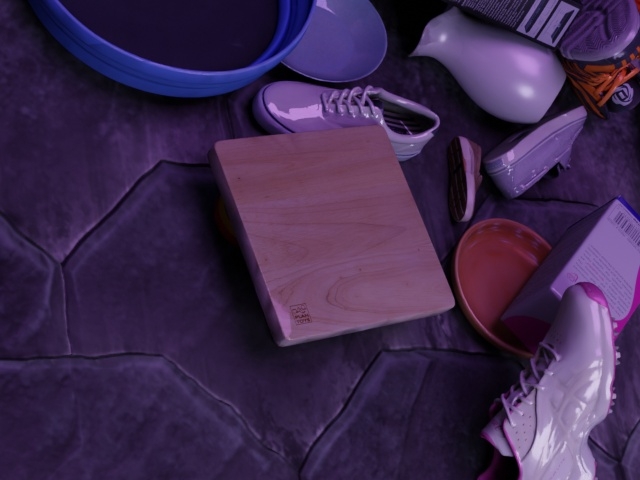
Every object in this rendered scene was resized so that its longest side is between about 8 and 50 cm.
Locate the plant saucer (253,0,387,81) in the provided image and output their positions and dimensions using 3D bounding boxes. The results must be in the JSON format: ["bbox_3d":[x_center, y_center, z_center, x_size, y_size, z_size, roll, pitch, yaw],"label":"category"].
[{"bbox_3d":[-0.007,-0.280,1.820,0.195,0.037,0.195,11,54,-16],"label":"plant saucer"}]

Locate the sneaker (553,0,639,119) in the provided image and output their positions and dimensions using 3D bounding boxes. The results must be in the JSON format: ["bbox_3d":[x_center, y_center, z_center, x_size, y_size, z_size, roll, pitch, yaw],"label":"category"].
[{"bbox_3d":[0.421,-0.260,1.953,0.180,0.124,0.321,49,6,-17],"label":"sneaker"}]

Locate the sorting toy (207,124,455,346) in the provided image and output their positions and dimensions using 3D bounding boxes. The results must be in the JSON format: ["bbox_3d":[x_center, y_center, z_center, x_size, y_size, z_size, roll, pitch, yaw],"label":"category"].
[{"bbox_3d":[0.000,0.000,1.649,0.257,0.089,0.255,-9,70,-35],"label":"sorting toy"}]

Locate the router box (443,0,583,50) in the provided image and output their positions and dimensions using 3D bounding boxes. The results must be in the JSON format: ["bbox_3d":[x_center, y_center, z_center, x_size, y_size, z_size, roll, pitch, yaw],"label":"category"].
[{"bbox_3d":[0.213,-0.411,1.935,0.243,0.081,0.309,19,29,-24],"label":"router box"}]

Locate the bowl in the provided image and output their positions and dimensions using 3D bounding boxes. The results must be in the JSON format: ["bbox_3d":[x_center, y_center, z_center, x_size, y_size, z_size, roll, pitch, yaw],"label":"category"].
[{"bbox_3d":[-0.195,-0.348,1.700,0.391,0.077,0.391,13,56,-20],"label":"bowl"}]

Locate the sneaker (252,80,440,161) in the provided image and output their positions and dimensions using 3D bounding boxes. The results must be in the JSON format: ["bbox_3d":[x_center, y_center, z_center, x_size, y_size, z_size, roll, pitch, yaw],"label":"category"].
[{"bbox_3d":[0.038,-0.170,1.764,0.258,0.091,0.094,7,62,-30],"label":"sneaker"}]

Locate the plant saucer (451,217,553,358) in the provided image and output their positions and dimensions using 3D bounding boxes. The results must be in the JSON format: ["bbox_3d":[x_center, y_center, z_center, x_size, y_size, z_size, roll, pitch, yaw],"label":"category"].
[{"bbox_3d":[0.254,0.067,1.809,0.200,0.037,0.200,15,58,-26],"label":"plant saucer"}]

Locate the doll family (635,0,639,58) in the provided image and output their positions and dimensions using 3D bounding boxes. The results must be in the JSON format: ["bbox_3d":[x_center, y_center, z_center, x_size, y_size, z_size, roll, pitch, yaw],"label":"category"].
[{"bbox_3d":[0.476,-0.368,2.161,0.163,0.118,0.263,36,33,-3],"label":"doll family"}]

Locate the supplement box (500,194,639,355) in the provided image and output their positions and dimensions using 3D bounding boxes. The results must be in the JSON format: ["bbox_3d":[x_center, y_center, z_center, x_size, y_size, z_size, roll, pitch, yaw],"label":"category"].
[{"bbox_3d":[0.351,0.059,1.778,0.111,0.114,0.220,48,49,-3],"label":"supplement box"}]

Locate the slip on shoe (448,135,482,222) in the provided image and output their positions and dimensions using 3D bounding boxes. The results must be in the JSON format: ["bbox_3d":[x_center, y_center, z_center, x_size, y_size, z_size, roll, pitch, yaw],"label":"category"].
[{"bbox_3d":[0.202,-0.082,1.852,0.041,0.051,0.135,15,50,-22],"label":"slip on shoe"}]

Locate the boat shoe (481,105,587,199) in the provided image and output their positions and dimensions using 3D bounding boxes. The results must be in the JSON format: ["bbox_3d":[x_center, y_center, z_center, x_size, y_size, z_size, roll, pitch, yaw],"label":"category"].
[{"bbox_3d":[0.315,-0.124,1.938,0.227,0.079,0.081,-33,103,-40],"label":"boat shoe"}]

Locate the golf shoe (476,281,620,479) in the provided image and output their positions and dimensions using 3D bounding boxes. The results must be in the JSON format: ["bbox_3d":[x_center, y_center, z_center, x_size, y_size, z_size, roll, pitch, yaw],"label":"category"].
[{"bbox_3d":[0.271,0.197,1.627,0.140,0.115,0.306,5,101,-14],"label":"golf shoe"}]

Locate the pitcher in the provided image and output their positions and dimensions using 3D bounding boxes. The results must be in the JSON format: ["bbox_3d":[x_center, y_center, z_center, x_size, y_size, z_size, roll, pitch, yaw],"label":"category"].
[{"bbox_3d":[0.251,-0.273,1.941,0.207,0.125,0.178,32,55,-1],"label":"pitcher"}]
